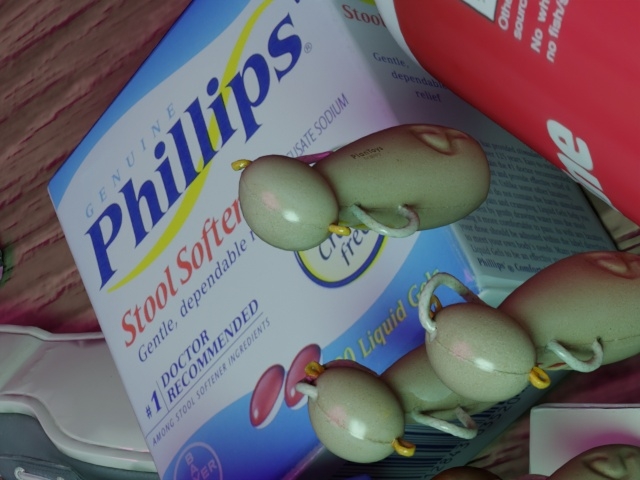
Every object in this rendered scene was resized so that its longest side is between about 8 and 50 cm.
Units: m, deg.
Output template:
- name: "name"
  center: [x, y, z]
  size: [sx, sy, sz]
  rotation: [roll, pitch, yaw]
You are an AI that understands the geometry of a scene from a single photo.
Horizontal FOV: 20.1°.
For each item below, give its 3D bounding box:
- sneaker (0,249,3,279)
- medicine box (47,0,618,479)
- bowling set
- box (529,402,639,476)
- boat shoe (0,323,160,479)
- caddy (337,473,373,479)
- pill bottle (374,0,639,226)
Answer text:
- name: "sneaker"
  center: [-0.327, 0.018, 1.470]
  size: [0.178, 0.072, 0.077]
  rotation: [-20, 59, 37]
- name: "medicine box"
  center: [0.000, 0.000, 1.073]
  size: [0.263, 0.149, 0.289]
  rotation: [-47, 54, 31]
- name: "bowling set"
  center: [0.078, 0.091, 0.799]
  size: [0.287, 0.154, 0.199]
  rotation: [32, 118, 30]
- name: "box"
  center: [0.168, 0.219, 0.891]
  size: [0.094, 0.113, 0.275]
  rotation: [-4, 82, 45]
- name: "boat shoe"
  center: [-0.163, 0.132, 1.283]
  size: [0.319, 0.116, 0.099]
  rotation: [7, 132, 40]
- name: "caddy"
  center: [-0.021, 0.279, 0.917]
  size: [0.241, 0.179, 0.341]
  rotation: [-109, 5, -46]
- name: "pill bottle"
  center: [0.169, -0.134, 0.861]
  size: [0.408, 0.229, 0.229]
  rotation: [42, 113, 42]
